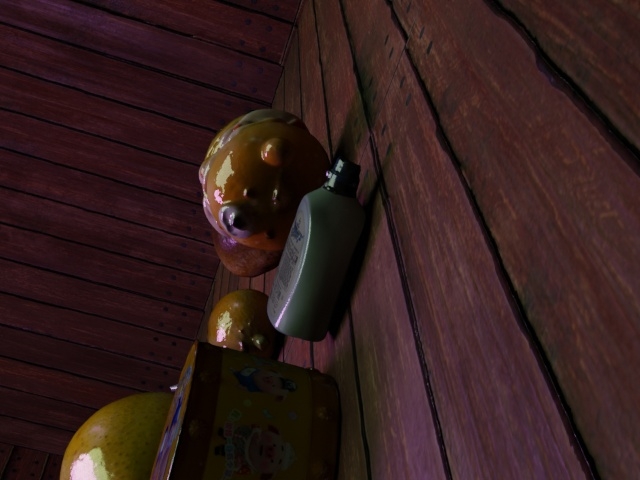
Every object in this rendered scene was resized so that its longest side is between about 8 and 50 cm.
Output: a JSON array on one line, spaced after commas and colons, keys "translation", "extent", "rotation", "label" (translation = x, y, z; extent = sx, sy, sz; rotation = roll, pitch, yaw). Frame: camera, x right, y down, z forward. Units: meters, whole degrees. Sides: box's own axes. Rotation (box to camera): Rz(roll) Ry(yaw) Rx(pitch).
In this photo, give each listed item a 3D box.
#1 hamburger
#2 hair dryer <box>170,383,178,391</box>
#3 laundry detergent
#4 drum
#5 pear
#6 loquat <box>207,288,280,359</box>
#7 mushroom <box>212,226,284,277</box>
[{"translation": [-0.095, -0.103, 1.734], "extent": [0.237, 0.276, 0.276], "rotation": [-134, 60, -66], "label": "hamburger"}, {"translation": [-0.227, 0.316, 1.941], "extent": [0.195, 0.220, 0.053], "rotation": [-93, -15, -57], "label": "hair dryer"}, {"translation": [0.000, 0.000, 1.437], "extent": [0.215, 0.105, 0.280], "rotation": [-106, 32, -75], "label": "laundry detergent"}, {"translation": [-0.135, 0.365, 1.314], "extent": [0.431, 0.214, 0.431], "rotation": [-165, 90, -81], "label": "drum"}, {"translation": [-0.339, 0.489, 1.819], "extent": [0.418, 0.362, 0.362], "rotation": [-113, 39, -70], "label": "pear"}, {"translation": [-0.155, 0.188, 1.878], "extent": [0.204, 0.149, 0.172], "rotation": [31, 104, 65], "label": "loquat"}, {"translation": [-0.139, -0.046, 2.016], "extent": [0.283, 0.195, 0.263], "rotation": [135, 144, -70], "label": "mushroom"}]
